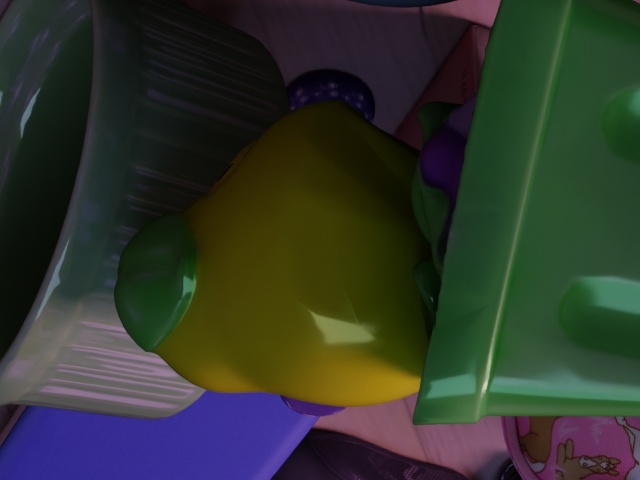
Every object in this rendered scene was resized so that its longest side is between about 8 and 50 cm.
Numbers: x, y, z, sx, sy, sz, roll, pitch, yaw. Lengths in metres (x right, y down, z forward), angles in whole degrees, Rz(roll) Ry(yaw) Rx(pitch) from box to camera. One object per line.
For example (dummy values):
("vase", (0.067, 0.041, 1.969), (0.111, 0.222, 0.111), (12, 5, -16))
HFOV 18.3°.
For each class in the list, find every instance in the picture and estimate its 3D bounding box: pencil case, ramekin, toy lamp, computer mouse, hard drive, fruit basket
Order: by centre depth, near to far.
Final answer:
("fruit basket", (0.076, -0.024, 1.125), (0.392, 0.392, 0.283), (11, 96, -11))
("ramekin", (-0.142, -0.025, 1.324), (0.148, 0.303, 0.303), (15, 135, -26))
("toy lamp", (0.000, 0.000, 1.355), (0.080, 0.275, 0.080), (0, 135, 0))
("pencil case", (0.286, 0.152, 1.475), (0.160, 0.167, 0.386), (-38, 149, 19))
("hard drive", (-0.131, 0.148, 1.644), (0.210, 0.040, 0.319), (25, 125, -17))
("computer mouse", (0.066, 0.241, 1.752), (0.272, 0.072, 0.188), (14, 135, -14))

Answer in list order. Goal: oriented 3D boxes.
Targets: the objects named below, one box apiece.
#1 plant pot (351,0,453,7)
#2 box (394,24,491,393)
("plant pot", (0.040, -0.265, 1.087), (0.293, 0.293, 0.235), (-10, 151, 10))
("box", (0.111, -0.013, 1.433), (0.126, 0.149, 0.232), (19, 133, -18))
